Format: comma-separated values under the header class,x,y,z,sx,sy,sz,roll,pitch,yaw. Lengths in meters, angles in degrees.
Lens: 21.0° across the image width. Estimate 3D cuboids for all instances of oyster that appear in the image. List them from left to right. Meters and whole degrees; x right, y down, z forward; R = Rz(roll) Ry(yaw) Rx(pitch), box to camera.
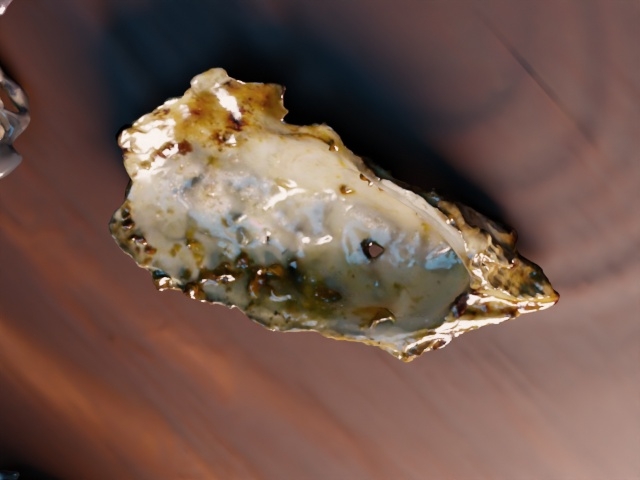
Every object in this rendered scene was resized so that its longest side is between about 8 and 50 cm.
class,x,y,z,sx,sy,sz,roll,pitch,yaw
oyster,0.000,-0.001,0.516,0.132,0.029,0.086,40,120,-13

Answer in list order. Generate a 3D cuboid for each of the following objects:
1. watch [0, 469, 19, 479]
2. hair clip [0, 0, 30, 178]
class,x,y,z,sx,sy,sz,roll,pitch,yaw
watch,-0.135,0.175,0.533,0.231,0.196,0.244,3,111,0
hair clip,-0.178,-0.127,0.464,0.106,0.084,0.292,-46,107,-21
